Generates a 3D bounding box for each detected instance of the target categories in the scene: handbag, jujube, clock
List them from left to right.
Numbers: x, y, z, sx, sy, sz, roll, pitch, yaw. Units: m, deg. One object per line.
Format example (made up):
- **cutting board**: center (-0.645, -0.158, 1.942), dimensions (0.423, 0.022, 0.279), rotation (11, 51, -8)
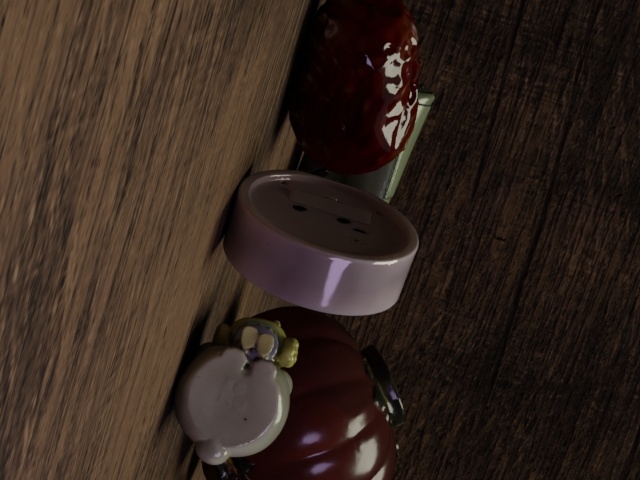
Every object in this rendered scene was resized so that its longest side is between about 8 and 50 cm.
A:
- **clock**: center (0.000, 0.000, 1.616), dimensions (0.197, 0.197, 0.068), rotation (-66, 175, -66)
- **handbag**: center (0.036, -0.107, 2.208), dimensions (0.241, 0.109, 0.315), rotation (44, -65, 56)
- **jujube**: center (0.043, -0.185, 1.791), dimensions (0.230, 0.155, 0.155), rotation (104, 5, -46)

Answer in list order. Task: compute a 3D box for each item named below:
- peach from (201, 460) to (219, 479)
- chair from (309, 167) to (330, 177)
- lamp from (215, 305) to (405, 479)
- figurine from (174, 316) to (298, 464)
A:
- **peach**: center (-0.072, 0.307, 2.263), dimensions (0.235, 0.214, 0.214), rotation (-57, 167, -53)
- **chair**: center (-0.044, -0.015, 2.136), dimensions (0.212, 0.101, 0.084), rotation (-20, -143, 43)
- **lamp**: center (-0.026, 0.237, 2.030), dimensions (0.303, 0.257, 0.303), rotation (159, -90, -82)
- **figurine**: center (-0.095, 0.161, 1.733), dimensions (0.235, 0.127, 0.155), rotation (-172, -89, -87)
